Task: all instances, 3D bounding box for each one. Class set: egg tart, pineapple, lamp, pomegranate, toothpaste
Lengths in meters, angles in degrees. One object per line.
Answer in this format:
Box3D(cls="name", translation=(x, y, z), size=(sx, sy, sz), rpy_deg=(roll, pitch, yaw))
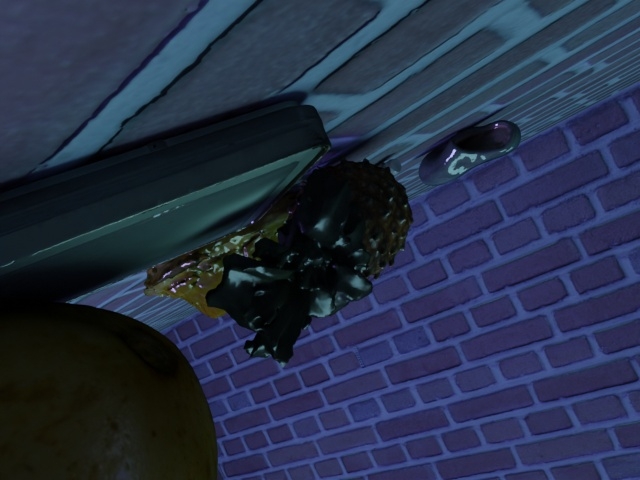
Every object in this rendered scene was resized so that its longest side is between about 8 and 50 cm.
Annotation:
Box3D(cls="egg tart", translation=(-0.108, 0.032, 0.779), size=(0.294, 0.116, 0.295), rpy_deg=(-24, 178, -1))
Box3D(cls="pineapple", translation=(0.000, 0.000, 0.556), size=(0.310, 0.141, 0.170), rpy_deg=(-40, 148, -59))
Box3D(cls="lamp", translation=(-0.147, -0.007, 0.435), size=(0.269, 0.047, 0.266), rpy_deg=(-24, 176, -23))
Box3D(cls="pomegranate", translation=(-0.199, 0.179, 0.364), size=(0.307, 0.307, 0.307), rpy_deg=(-26, 177, -2))
Box3D(cls="toothpaste", translation=(0.072, -0.095, 0.908), size=(0.048, 0.031, 0.190), rpy_deg=(-27, -179, -31))

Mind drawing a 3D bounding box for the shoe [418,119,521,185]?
Box3D(cls="shoe", translation=(0.248, -0.164, 0.945), size=(0.195, 0.079, 0.078), rpy_deg=(-19, 146, 35))
